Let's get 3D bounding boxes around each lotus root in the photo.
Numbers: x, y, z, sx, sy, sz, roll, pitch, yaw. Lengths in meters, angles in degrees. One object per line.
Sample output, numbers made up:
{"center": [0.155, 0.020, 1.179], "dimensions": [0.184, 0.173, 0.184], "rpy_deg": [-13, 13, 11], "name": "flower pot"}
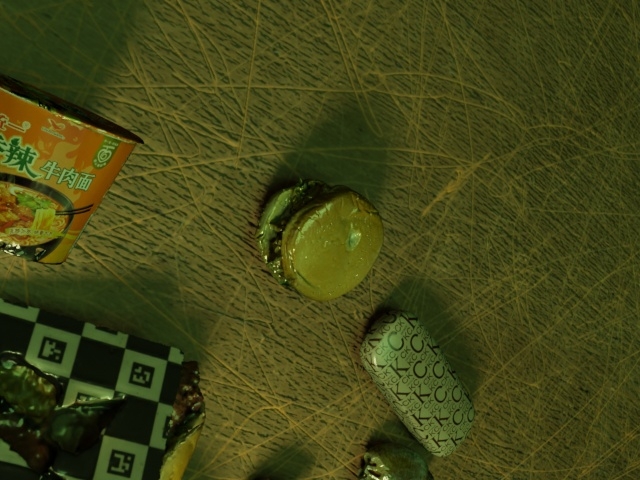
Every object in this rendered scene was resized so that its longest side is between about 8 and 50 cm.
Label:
{"center": [0.150, 0.451, 1.623], "dimensions": [0.192, 0.088, 0.113], "rpy_deg": [24, 79, -39], "name": "lotus root"}

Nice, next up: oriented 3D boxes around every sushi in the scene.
{"center": [-0.376, 0.269, 1.086], "dimensions": [0.343, 0.064, 0.359], "rpy_deg": [20, 57, -21], "name": "sushi"}

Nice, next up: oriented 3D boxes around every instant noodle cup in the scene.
{"center": [-0.358, -0.089, 1.035], "dimensions": [0.230, 0.230, 0.182], "rpy_deg": [20, 98, -39], "name": "instant noodle cup"}

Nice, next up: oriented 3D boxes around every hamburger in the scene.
{"center": [-0.283, 0.318, 1.211], "dimensions": [0.282, 0.245, 0.155], "rpy_deg": [-32, 125, 10], "name": "hamburger"}
{"center": [0.000, 0.000, 1.382], "dimensions": [0.215, 0.122, 0.189], "rpy_deg": [29, 89, -42], "name": "hamburger"}

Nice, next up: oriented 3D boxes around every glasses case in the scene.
{"center": [0.192, 0.275, 1.612], "dimensions": [0.137, 0.085, 0.355], "rpy_deg": [-47, 124, -21], "name": "glasses case"}
